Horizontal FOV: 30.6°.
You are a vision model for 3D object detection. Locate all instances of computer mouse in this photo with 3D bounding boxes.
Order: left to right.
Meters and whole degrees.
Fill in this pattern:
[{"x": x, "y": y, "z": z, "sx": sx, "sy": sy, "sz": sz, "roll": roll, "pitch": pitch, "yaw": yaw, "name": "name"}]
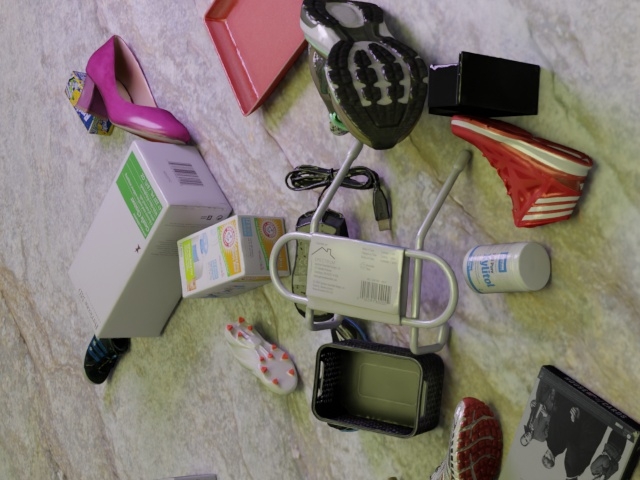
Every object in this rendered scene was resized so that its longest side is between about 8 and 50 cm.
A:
[{"x": 0.039, "y": 0.001, "z": 1.920, "sx": 0.184, "sy": 0.060, "sz": 0.261, "roll": -4, "pitch": 88, "yaw": 29, "name": "computer mouse"}]

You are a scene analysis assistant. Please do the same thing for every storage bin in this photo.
[{"x": 0.087, "y": 0.223, "z": 1.777, "sx": 0.180, "sy": 0.084, "sz": 0.122, "roll": 7, "pitch": 94, "yaw": 30, "name": "storage bin"}]

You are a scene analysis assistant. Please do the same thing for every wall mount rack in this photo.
[{"x": 0.092, "y": 0.005, "z": 1.773, "sx": 0.350, "sy": 0.130, "sz": 0.304, "roll": 10, "pitch": 99, "yaw": 38, "name": "wall mount rack"}]

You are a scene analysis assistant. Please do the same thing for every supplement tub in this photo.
[{"x": 0.258, "y": 0.038, "z": 1.632, "sx": 0.107, "sy": 0.071, "sz": 0.071, "roll": -8, "pitch": 82, "yaw": 51, "name": "supplement tub"}]

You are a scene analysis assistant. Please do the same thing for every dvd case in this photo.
[{"x": 0.325, "y": 0.314, "z": 1.568, "sx": 0.179, "sy": 0.030, "sz": 0.238, "roll": 35, "pitch": 116, "yaw": 46, "name": "dvd case"}]

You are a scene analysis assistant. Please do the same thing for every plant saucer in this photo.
[{"x": -0.098, "y": -0.397, "z": 2.114, "sx": 0.259, "sy": 0.048, "sz": 0.258, "roll": -48, "pitch": 53, "yaw": 37, "name": "plant saucer"}]

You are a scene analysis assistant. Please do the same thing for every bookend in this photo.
[{"x": 0.199, "y": -0.216, "z": 1.652, "sx": 0.157, "sy": 0.156, "sz": 0.072, "roll": 4, "pitch": 91, "yaw": 52, "name": "bookend"}]

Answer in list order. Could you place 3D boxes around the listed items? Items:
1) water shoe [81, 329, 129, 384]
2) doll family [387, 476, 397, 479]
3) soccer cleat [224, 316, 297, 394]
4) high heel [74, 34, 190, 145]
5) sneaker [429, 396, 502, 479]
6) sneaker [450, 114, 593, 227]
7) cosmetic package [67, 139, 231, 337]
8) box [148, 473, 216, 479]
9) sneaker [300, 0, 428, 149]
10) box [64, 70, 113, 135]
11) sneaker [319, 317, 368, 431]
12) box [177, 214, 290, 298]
[{"x": -0.454, "y": 0.228, "z": 2.498, "sx": 0.080, "sy": 0.073, "sz": 0.203, "roll": 33, "pitch": 114, "yaw": 44, "name": "water shoe"}, {"x": 0.112, "y": 0.463, "z": 1.793, "sx": 0.111, "sy": 0.076, "sz": 0.192, "roll": 32, "pitch": 117, "yaw": 42, "name": "doll family"}, {"x": -0.104, "y": 0.214, "z": 2.083, "sx": 0.196, "sy": 0.068, "sz": 0.076, "roll": 43, "pitch": 149, "yaw": 36, "name": "soccer cleat"}, {"x": -0.371, "y": -0.311, "z": 2.399, "sx": 0.377, "sy": 0.127, "sz": 0.181, "roll": 25, "pitch": 92, "yaw": 39, "name": "high heel"}, {"x": 0.195, "y": 0.334, "z": 1.681, "sx": 0.093, "sy": 0.088, "sz": 0.225, "roll": 15, "pitch": 100, "yaw": 52, "name": "sneaker"}, {"x": 0.257, "y": -0.089, "z": 1.613, "sx": 0.221, "sy": 0.087, "sz": 0.128, "roll": 29, "pitch": 111, "yaw": 39, "name": "sneaker"}, {"x": -0.343, "y": 0.004, "z": 2.309, "sx": 0.365, "sy": 0.155, "sz": 0.197, "roll": -57, "pitch": 49, "yaw": 30, "name": "cosmetic package"}, {"x": -0.263, "y": 0.492, "z": 2.224, "sx": 0.102, "sy": 0.101, "sz": 0.087, "roll": -19, "pitch": 73, "yaw": 47, "name": "box"}, {"x": 0.063, "y": -0.228, "z": 1.817, "sx": 0.410, "sy": 0.158, "sz": 0.182, "roll": -105, "pitch": 15, "yaw": -54, "name": "sneaker"}, {"x": -0.513, "y": -0.306, "z": 2.613, "sx": 0.169, "sy": 0.054, "sz": 0.059, "roll": 54, "pitch": 127, "yaw": 38, "name": "box"}, {"x": 0.036, "y": 0.215, "z": 1.889, "sx": 0.067, "sy": 0.078, "sz": 0.188, "roll": -11, "pitch": 78, "yaw": 54, "name": "sneaker"}, {"x": -0.159, "y": 0.031, "z": 2.120, "sx": 0.203, "sy": 0.103, "sz": 0.114, "roll": -20, "pitch": 73, "yaw": 49, "name": "box"}]
